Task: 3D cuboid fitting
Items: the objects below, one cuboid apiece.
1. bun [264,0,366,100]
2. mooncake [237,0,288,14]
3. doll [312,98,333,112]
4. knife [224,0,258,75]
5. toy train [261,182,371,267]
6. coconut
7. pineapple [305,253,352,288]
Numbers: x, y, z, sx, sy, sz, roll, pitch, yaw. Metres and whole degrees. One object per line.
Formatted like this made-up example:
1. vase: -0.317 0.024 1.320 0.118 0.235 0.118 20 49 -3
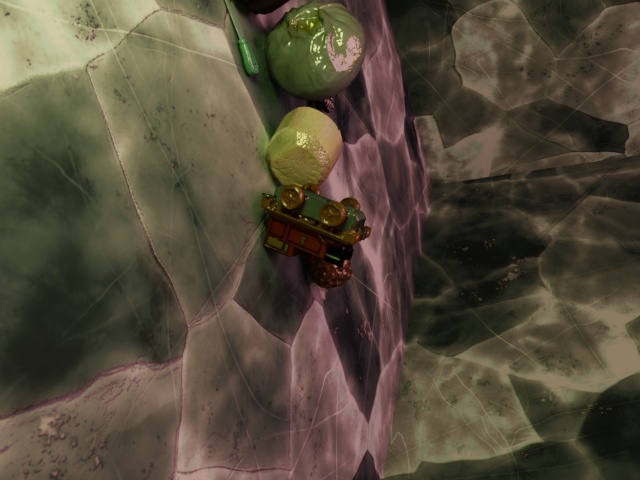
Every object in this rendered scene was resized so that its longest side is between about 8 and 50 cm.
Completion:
1. bun: -0.025 -0.651 1.657 0.211 0.362 0.361 38 50 -62
2. mooncake: -0.208 -0.852 1.534 0.283 0.141 0.283 36 46 -49
3. doll: 0.005 -0.576 2.038 0.219 0.067 0.091 -28 107 -71
4. knife: -0.248 -0.644 1.531 0.063 0.035 0.260 -54 130 -62
5. toy train: -0.033 -0.050 1.529 0.163 0.369 0.231 -22 132 -63
6. coconut: -0.049 -0.310 1.651 0.244 0.239 0.239 -70 145 -44
7. pineapple: 0.000 0.000 1.776 0.169 0.169 0.340 -54 130 -57
